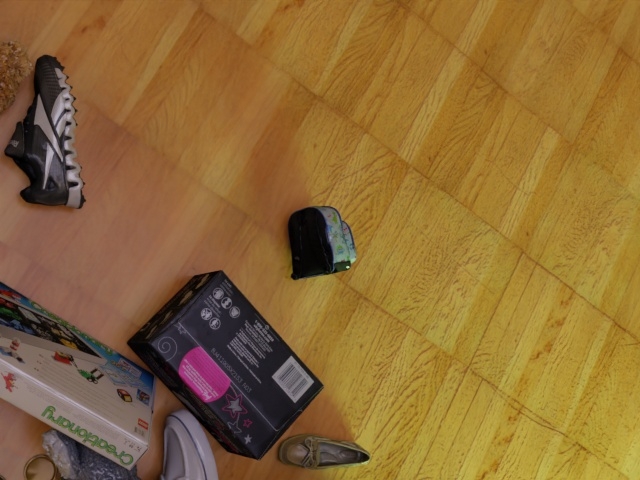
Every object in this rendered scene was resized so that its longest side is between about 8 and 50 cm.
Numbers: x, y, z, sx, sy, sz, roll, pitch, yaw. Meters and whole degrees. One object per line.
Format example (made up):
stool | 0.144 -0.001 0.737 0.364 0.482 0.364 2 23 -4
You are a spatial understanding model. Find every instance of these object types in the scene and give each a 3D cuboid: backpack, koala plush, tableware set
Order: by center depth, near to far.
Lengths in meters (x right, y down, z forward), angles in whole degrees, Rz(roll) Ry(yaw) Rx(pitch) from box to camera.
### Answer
koala plush | -0.301 0.359 1.350 0.196 0.203 0.221 7 56 -53
tableware set | -0.429 0.355 1.378 0.154 0.024 0.104 35 71 -17
backpack | 0.000 0.000 1.573 0.084 0.105 0.114 -11 89 -48

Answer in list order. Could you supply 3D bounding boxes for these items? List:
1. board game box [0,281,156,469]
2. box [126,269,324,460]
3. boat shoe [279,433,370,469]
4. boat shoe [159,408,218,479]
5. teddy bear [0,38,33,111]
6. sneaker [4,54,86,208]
board game box | -0.372 0.179 1.333 0.305 0.193 0.053 35 104 -17
box | -0.146 0.189 1.463 0.163 0.142 0.247 -46 105 -23
boat shoe | 0.007 0.351 1.568 0.153 0.048 0.056 12 80 -24
boat shoe | -0.205 0.388 1.435 0.084 0.095 0.258 -12 89 -40
teddy bear | -0.572 -0.305 1.331 0.245 0.113 0.338 -33 99 -22
sneaker | -0.415 -0.159 1.407 0.106 0.078 0.234 -7 90 -28
